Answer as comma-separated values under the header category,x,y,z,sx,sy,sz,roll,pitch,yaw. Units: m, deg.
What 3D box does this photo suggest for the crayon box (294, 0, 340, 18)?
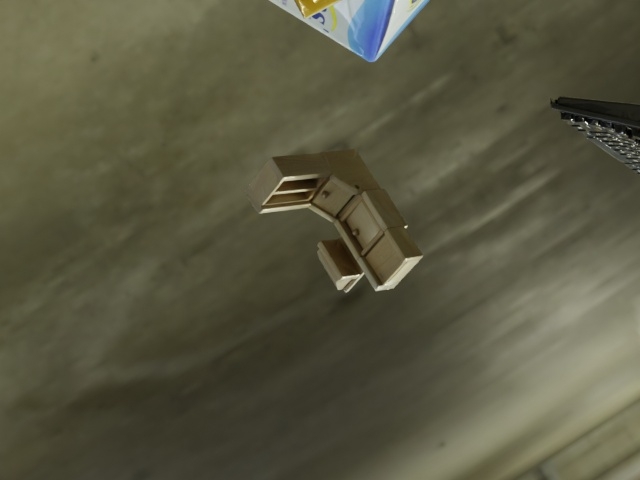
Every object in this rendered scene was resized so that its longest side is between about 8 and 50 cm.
category,x,y,z,sx,sy,sz,roll,pitch,yaw
crayon box,-0.001,-0.326,1.043,0.203,0.323,0.083,-20,-168,43

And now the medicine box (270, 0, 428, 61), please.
category,x,y,z,sx,sy,sz,roll,pitch,yaw
medicine box,0.012,-0.345,1.451,0.263,0.289,0.149,-50,165,-29

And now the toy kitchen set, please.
category,x,y,z,sx,sy,sz,roll,pitch,yaw
toy kitchen set,0.000,0.000,1.008,0.075,0.083,0.068,-8,148,-45

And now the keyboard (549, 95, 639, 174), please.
category,x,y,z,sx,sy,sz,roll,pitch,yaw
keyboard,0.226,-0.051,1.056,0.108,0.023,0.180,10,172,36
